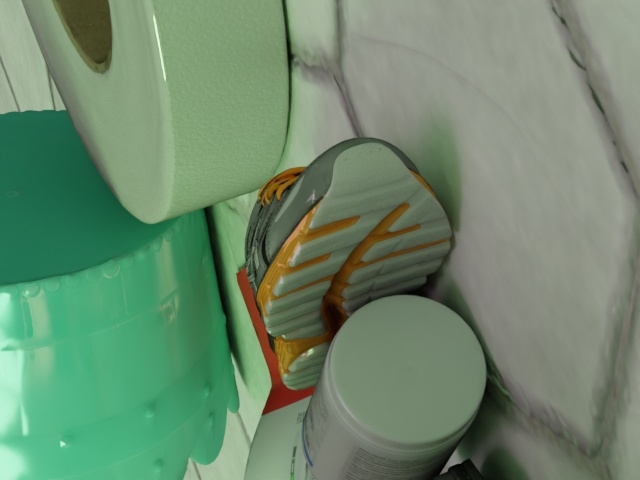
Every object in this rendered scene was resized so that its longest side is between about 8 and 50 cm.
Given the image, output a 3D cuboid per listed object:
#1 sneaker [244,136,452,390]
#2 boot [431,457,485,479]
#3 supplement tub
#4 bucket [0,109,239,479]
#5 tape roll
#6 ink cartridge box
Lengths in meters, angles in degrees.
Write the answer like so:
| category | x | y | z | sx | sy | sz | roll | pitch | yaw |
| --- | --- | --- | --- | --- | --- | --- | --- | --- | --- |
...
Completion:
| category | x | y | z | sx | sy | sz | roll | pitch | yaw |
| --- | --- | --- | --- | --- | --- | --- | --- | --- | --- |
| sneaker | 0.000 | 0.000 | 0.844 | 0.215 | 0.084 | 0.083 | 108 | 145 | -67 |
| boot | 0.012 | 0.201 | 0.881 | 0.246 | 0.161 | 0.083 | 97 | 150 | -58 |
| supplement tub | 0.031 | 0.075 | 0.840 | 0.107 | 0.071 | 0.071 | 110 | 139 | -66 |
| bucket | -0.192 | 0.046 | 1.230 | 0.281 | 0.281 | 0.183 | -131 | 33 | -54 |
| tape roll | -0.123 | -0.202 | 1.048 | 0.392 | 0.072 | 0.392 | 162 | 90 | -75 |
| ink cartridge box | -0.018 | 0.119 | 1.101 | 0.181 | 0.056 | 0.224 | 143 | 106 | -74 |
